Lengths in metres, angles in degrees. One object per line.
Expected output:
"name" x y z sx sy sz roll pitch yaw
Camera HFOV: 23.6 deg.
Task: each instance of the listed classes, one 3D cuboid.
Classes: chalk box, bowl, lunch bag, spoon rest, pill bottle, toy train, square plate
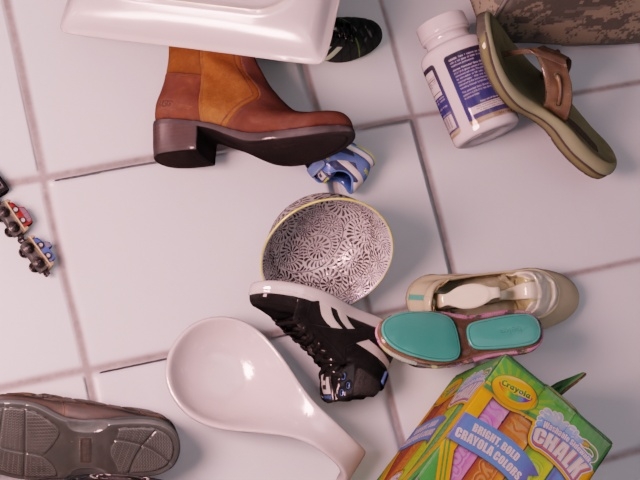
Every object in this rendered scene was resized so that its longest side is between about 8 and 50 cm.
"chalk box" 0.216 0.262 1.867 0.179 0.180 0.289 40 67 -3
"bowl" 0.000 0.000 1.912 0.170 0.170 0.080 1 32 -16
"lunch bag" 0.335 -0.422 2.085 0.305 0.212 0.256 -4 60 -18
"spoon rest" -0.061 0.198 1.853 0.276 0.084 0.137 35 68 -6
"pill bottle" 0.191 -0.216 2.036 0.094 0.094 0.169 -19 82 -20
"toy train" -0.369 -0.025 1.855 0.036 0.027 0.158 -33 85 -33
"square plate" -0.129 -0.397 1.937 0.347 0.049 0.344 8 66 11

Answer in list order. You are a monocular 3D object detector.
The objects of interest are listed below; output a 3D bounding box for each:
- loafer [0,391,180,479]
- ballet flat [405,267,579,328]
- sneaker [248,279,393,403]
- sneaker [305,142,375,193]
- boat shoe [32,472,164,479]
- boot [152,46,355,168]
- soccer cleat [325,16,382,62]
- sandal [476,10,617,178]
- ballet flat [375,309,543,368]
"loafer" -0.299 0.226 1.789 0.267 0.084 0.096 8 104 -11
"ballet flat" 0.234 0.074 1.975 0.248 0.086 0.086 -3 76 -18
"sneaker" 0.001 0.133 1.869 0.217 0.079 0.121 22 70 -28
"sneaker" -0.001 -0.110 1.973 0.144 0.053 0.059 25 72 -8
"boat shoe" -0.227 0.326 1.750 0.340 0.113 0.127 -1 97 10
"boot" -0.080 -0.234 1.930 0.264 0.096 0.280 -4 70 21
"soccer cleat" 0.002 -0.268 2.006 0.179 0.072 0.060 -6 77 -18
"sandal" 0.306 -0.203 2.018 0.303 0.086 0.120 39 33 -28
"ballet flat" 0.169 0.127 1.917 0.221 0.079 0.077 -3 69 -16
